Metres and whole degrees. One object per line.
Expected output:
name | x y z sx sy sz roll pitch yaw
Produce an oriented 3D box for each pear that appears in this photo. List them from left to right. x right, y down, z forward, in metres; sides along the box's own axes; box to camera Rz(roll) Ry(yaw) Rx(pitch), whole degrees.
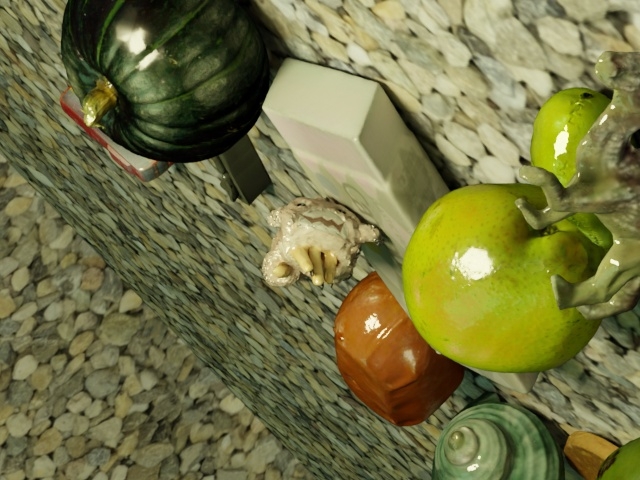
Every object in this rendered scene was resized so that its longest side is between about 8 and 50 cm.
pear | 0.170 0.029 1.429 0.187 0.187 0.220 44 164 -2

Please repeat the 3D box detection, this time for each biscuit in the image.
biscuit | 0.364 0.286 1.925 0.142 0.029 0.221 49 168 -21

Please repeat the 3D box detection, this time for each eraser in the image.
eraser | 0.094 -0.014 1.703 0.213 0.082 0.397 24 155 53

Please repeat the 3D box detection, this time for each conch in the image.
conch | 0.221 0.289 2.045 0.195 0.220 0.277 -13 158 22

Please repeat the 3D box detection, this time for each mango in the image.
mango | 0.211 -0.054 1.260 0.074 0.091 0.165 19 152 33

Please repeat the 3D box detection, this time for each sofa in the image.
sofa | -0.130 -0.113 2.081 0.085 0.060 0.147 35 163 33

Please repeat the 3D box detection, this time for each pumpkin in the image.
pumpkin | -0.174 -0.189 1.692 0.250 0.216 0.250 32 146 25

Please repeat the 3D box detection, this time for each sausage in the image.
sausage | 0.097 0.133 1.997 0.153 0.141 0.268 37 164 24

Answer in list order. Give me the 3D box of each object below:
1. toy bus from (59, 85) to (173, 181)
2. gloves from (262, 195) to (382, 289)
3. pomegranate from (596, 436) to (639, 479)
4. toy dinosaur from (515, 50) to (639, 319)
toy bus | -0.299 -0.166 2.359 0.192 0.077 0.065 41 169 16
gloves | -0.009 0.000 1.665 0.144 0.110 0.094 -174 83 -68
pomegranate | 0.384 0.287 1.590 0.248 0.214 0.214 10 -166 -45
toy dinosaur | 0.238 -0.016 1.182 0.294 0.162 0.077 52 -157 -46
